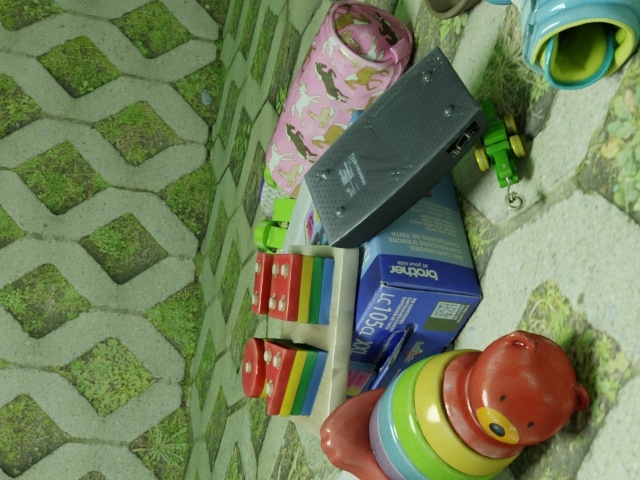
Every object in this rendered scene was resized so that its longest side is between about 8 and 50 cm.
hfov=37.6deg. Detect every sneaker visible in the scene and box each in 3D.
[{"bbox_3d":[-0.067,-0.193,2.113,0.146,0.102,0.293,-122,48,-72],"label":"sneaker"},{"bbox_3d":[0.241,-0.258,1.030,0.319,0.127,0.208,178,102,-74],"label":"sneaker"}]

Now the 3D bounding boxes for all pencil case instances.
[{"bbox_3d":[0.026,-0.242,1.680,0.386,0.167,0.160,117,160,-47],"label":"pencil case"}]

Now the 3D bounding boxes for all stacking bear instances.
[{"bbox_3d":[0.160,0.191,1.024,0.164,0.175,0.289,-39,-2,-41],"label":"stacking bear"}]

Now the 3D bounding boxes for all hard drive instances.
[{"bbox_3d":[0.095,-0.113,1.206,0.255,0.054,0.172,-43,38,19],"label":"hard drive"}]

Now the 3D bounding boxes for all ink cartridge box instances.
[{"bbox_3d":[0.091,0.049,1.345,0.270,0.151,0.395,115,156,-44],"label":"ink cartridge box"}]

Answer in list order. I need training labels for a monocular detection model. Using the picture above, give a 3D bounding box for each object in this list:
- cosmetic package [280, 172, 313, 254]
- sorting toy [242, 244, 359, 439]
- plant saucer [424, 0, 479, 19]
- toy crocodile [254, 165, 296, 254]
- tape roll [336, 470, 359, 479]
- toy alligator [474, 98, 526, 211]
[{"bbox_3d":[0.000,0.000,1.730,0.085,0.117,0.231,-111,34,-57],"label":"cosmetic package"},{"bbox_3d":[-0.041,0.131,1.321,0.257,0.089,0.255,179,97,-72],"label":"sorting toy"},{"bbox_3d":[0.220,-0.456,1.359,0.278,0.041,0.277,-172,90,-75],"label":"plant saucer"},{"bbox_3d":[-0.058,-0.071,2.007,0.115,0.105,0.340,12,93,32],"label":"toy crocodile"},{"bbox_3d":[0.084,0.437,1.238,0.286,0.100,0.286,-171,90,-74],"label":"tape roll"},{"bbox_3d":[0.223,-0.094,1.144,0.051,0.056,0.189,54,-158,-47],"label":"toy alligator"}]
